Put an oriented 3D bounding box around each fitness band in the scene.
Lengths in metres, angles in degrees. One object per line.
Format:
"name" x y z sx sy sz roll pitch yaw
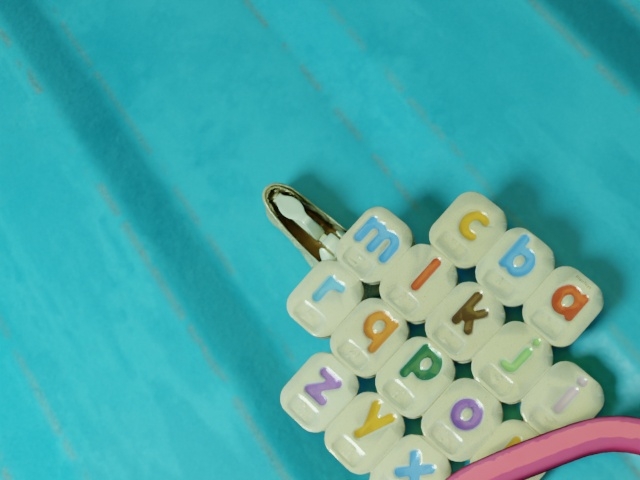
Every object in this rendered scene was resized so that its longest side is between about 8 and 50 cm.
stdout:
"fitness band" 0.208 0.266 0.834 0.291 0.054 0.209 -22 71 3

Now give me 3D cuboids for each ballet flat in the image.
"ballet flat" 0.000 0.000 1.012 0.168 0.052 0.057 38 81 25

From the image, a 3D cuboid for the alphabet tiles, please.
"alphabet tiles" 0.111 0.102 0.935 0.284 0.021 0.278 41 85 17
